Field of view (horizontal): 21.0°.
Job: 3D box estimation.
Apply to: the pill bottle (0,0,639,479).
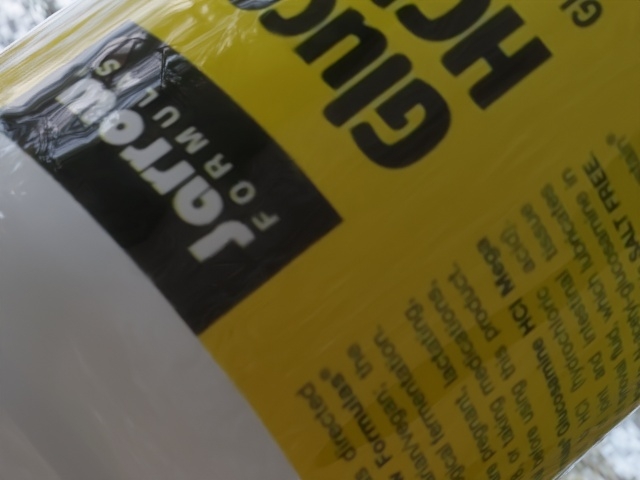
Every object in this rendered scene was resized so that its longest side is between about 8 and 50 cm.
[{"bbox_3d":[0.000,0.000,0.482,0.334,0.188,0.188,-39,-53,-18],"label":"pill bottle"}]
